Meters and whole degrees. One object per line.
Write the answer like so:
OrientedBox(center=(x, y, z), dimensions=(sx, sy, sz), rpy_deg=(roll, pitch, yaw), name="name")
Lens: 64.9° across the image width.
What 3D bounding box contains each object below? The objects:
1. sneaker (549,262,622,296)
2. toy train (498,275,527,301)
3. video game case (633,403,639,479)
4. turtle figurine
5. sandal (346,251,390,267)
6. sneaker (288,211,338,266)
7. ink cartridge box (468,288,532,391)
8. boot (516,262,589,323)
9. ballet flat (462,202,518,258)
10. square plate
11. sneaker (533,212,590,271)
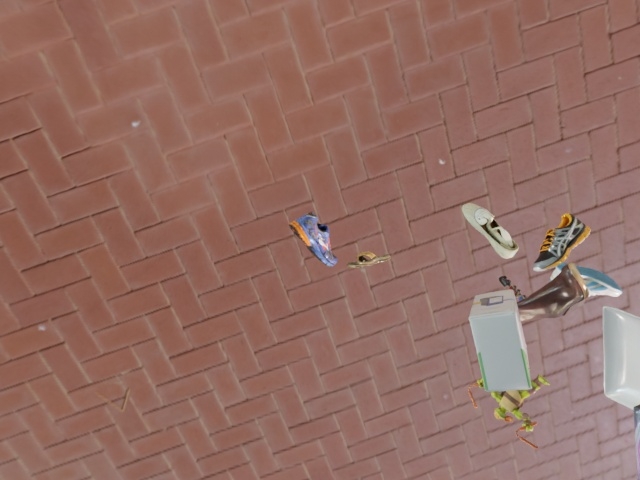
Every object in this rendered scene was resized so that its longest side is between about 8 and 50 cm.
OrientedBox(center=(0.874, 0.146, 1.664), dimensions=(0.229, 0.087, 0.092), rpy_deg=(16, 119, 2), name="sneaker")
OrientedBox(center=(0.716, 0.188, 1.856), dimensions=(0.036, 0.158, 0.027), rpy_deg=(-8, 133, -29), name="toy train")
OrientedBox(center=(0.525, 0.358, 0.734), dimensions=(0.196, 0.026, 0.273), rpy_deg=(-4, 91, -32), name="video game case")
OrientedBox(center=(0.642, 0.519, 1.641), dimensions=(0.217, 0.269, 0.087), rpy_deg=(-54, 146, 9), name="turtle figurine")
OrientedBox(center=(0.152, 0.058, 1.621), dimensions=(0.180, 0.072, 0.048), rpy_deg=(-12, 86, -38), name="sandal")
OrientedBox(center=(0.000, 0.000, 1.479), dimensions=(0.087, 0.083, 0.221), rpy_deg=(-43, 135, -4), name="sneaker")
OrientedBox(center=(0.378, 0.202, 1.055), dimensions=(0.093, 0.212, 0.154), rpy_deg=(-12, 93, 23), name="ink cartridge box")
OrientedBox(center=(0.652, 0.167, 1.452), dimensions=(0.207, 0.090, 0.248), rpy_deg=(-21, 142, 14), name="boot")
OrientedBox(center=(0.407, -0.033, 1.192), dimensions=(0.057, 0.052, 0.168), rpy_deg=(-34, 76, -20), name="ballet flat")
OrientedBox(center=(0.982, 0.377, 1.430), dimensions=(0.049, 0.344, 0.346), rpy_deg=(-23, 113, -24), name="square plate")
OrientedBox(center=(0.672, 0.008, 1.438), dimensions=(0.215, 0.084, 0.083), rpy_deg=(-41, 93, -18), name="sneaker")
